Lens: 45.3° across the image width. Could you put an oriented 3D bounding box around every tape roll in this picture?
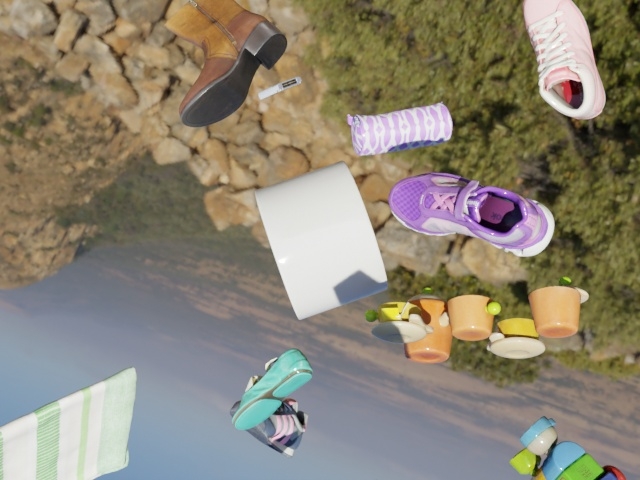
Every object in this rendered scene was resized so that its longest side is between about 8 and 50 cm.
[{"bbox_3d":[0.000,0.000,1.353,0.169,0.246,0.246,-20,164,-2],"label":"tape roll"}]

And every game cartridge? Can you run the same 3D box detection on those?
[{"bbox_3d":[-0.076,-0.278,1.403,0.056,0.083,0.017,-21,99,35],"label":"game cartridge"}]

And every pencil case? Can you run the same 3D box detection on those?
[{"bbox_3d":[0.156,-0.222,1.514,0.206,0.088,0.086,-8,142,-14],"label":"pencil case"}]

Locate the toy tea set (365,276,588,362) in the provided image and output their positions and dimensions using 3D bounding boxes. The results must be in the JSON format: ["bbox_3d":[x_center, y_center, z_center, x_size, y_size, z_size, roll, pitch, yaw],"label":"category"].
[{"bbox_3d":[0.249,0.108,1.214,0.336,0.124,0.200,-5,153,20],"label":"toy tea set"}]

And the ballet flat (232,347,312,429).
[{"bbox_3d":[-0.109,0.315,1.663,0.083,0.087,0.247,20,127,-39],"label":"ballet flat"}]

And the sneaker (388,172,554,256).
[{"bbox_3d":[0.201,-0.047,1.065,0.236,0.095,0.104,15,179,25],"label":"sneaker"}]

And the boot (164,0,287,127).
[{"bbox_3d":[-0.239,-0.383,1.528,0.280,0.264,0.096,43,-175,32],"label":"boot"}]

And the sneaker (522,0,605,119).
[{"bbox_3d":[0.221,-0.174,0.708,0.051,0.134,0.070,-23,180,34],"label":"sneaker"}]

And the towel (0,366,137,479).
[{"bbox_3d":[-0.416,0.330,1.103,0.038,0.325,0.248,43,136,28],"label":"towel"}]

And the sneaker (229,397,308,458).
[{"bbox_3d":[-0.122,0.435,1.909,0.112,0.131,0.319,22,160,27],"label":"sneaker"}]

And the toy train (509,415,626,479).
[{"bbox_3d":[0.338,0.372,1.148,0.143,0.105,0.248,51,153,28],"label":"toy train"}]
